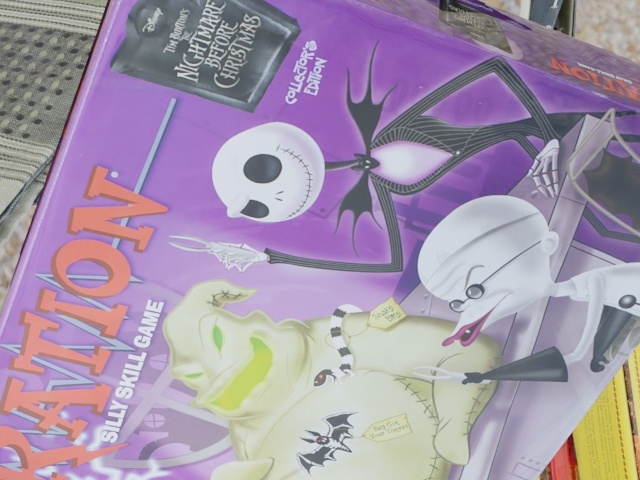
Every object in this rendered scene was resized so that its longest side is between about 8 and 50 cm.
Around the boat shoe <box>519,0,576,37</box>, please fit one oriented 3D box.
[{"bbox_3d":[0.339,-0.264,1.702,0.079,0.254,0.095,-9,152,34],"label":"boat shoe"}]

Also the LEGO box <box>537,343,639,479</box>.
[{"bbox_3d":[0.355,0.210,0.985,0.373,0.500,0.193,9,154,-21],"label":"LEGO box"}]

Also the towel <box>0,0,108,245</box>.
[{"bbox_3d":[-0.309,-0.120,0.958,0.056,0.324,0.312,78,30,-45],"label":"towel"}]

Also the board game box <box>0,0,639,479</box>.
[{"bbox_3d":[-0.021,0.065,0.435,0.208,0.056,0.346,19,122,-12],"label":"board game box"}]
